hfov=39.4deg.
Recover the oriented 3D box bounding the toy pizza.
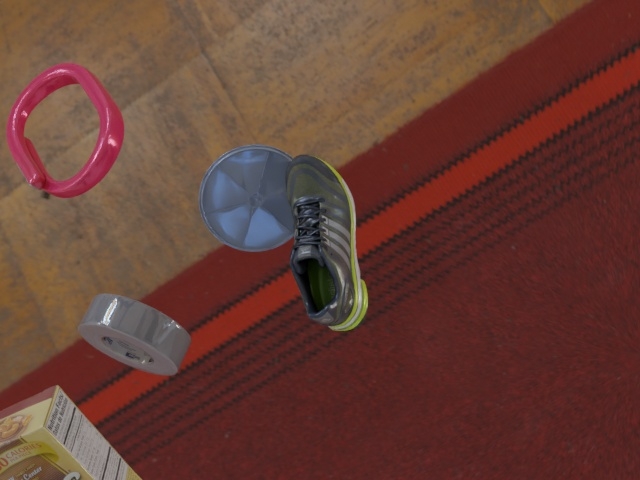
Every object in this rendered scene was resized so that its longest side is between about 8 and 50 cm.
[{"bbox_3d":[-0.117,-0.076,1.603,0.201,0.032,0.201,-3,111,-8],"label":"toy pizza"}]

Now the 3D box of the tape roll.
[{"bbox_3d":[-0.375,0.193,1.808,0.219,0.219,0.072,11,63,21],"label":"tape roll"}]

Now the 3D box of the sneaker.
[{"bbox_3d":[0.000,0.000,1.451,0.111,0.121,0.300,-19,79,21],"label":"sneaker"}]

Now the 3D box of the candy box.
[{"bbox_3d":[-0.346,0.358,1.215,0.182,0.088,0.316,-25,120,12],"label":"candy box"}]

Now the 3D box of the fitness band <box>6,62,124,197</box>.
[{"bbox_3d":[-0.463,-0.201,1.622,0.209,0.054,0.291,-43,54,5],"label":"fitness band"}]
